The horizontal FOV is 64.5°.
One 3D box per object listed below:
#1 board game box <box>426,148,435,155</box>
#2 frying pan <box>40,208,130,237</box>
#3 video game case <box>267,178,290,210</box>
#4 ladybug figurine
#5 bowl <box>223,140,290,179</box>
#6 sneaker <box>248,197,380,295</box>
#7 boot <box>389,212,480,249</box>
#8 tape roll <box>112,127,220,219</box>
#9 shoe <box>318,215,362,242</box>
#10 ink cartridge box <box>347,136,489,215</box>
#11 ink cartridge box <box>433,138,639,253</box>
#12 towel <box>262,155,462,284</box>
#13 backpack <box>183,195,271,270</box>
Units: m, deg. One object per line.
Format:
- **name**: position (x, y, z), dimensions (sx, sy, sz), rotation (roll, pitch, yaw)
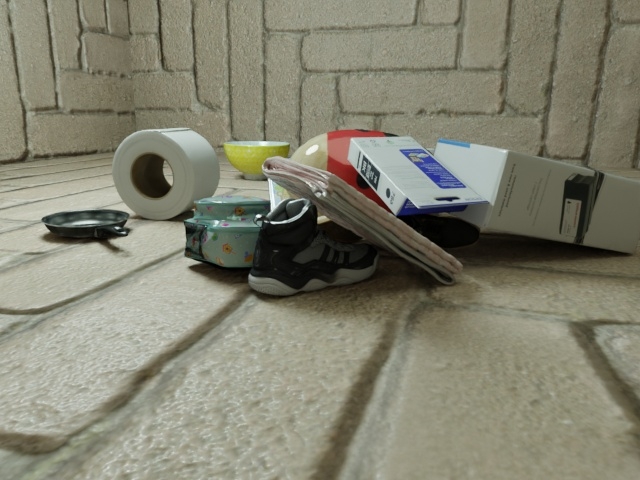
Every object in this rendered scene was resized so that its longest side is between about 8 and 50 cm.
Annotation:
- **board game box**: position (0.202, -0.172, 1.486), dimensions (0.306, 0.192, 0.053), rotation (-2, -11, -14)
- **frying pan**: position (-0.510, -0.036, 1.206), dimensions (0.326, 0.053, 0.197), rotation (10, 17, 25)
- **video game case**: position (-0.050, -0.136, 1.448), dimensions (0.194, 0.023, 0.212), rotation (-2, 49, -9)
- **ladybug figurine**: position (0.132, -0.173, 1.316), dimensions (0.450, 0.161, 0.305), rotation (4, 53, -9)
- **bowl**: position (-0.275, -0.348, 2.212), dimensions (0.290, 0.155, 0.289), rotation (0, 15, 0)
- **sneaker**: position (0.000, 0.000, 0.888), dimensions (0.269, 0.152, 0.101), rotation (-9, 18, -34)
- **boot**: position (0.238, -0.022, 1.072), dimensions (0.198, 0.076, 0.137), rotation (7, 1, 12)
- **tape roll**: position (-0.429, -0.190, 1.426), dimensions (0.246, 0.246, 0.169), rotation (4, 16, 13)
- **shoe**: position (0.023, -0.031, 1.163), dimensions (0.219, 0.076, 0.058), rotation (-10, 23, -28)
- **ink cartridge box**: position (0.194, -0.131, 1.087), dimensions (0.166, 0.065, 0.332), rotation (-4, 34, -19)
- **ink cartridge box**: position (0.482, -0.105, 1.156), dimensions (0.395, 0.166, 0.285), rotation (9, 13, -18)
- **towel**: position (0.068, -0.044, 0.964), dimensions (0.332, 0.053, 0.317), rotation (32, 0, -27)
- **backpack**: position (-0.153, -0.013, 0.964), dimensions (0.166, 0.144, 0.188), rotation (-5, 17, -40)
